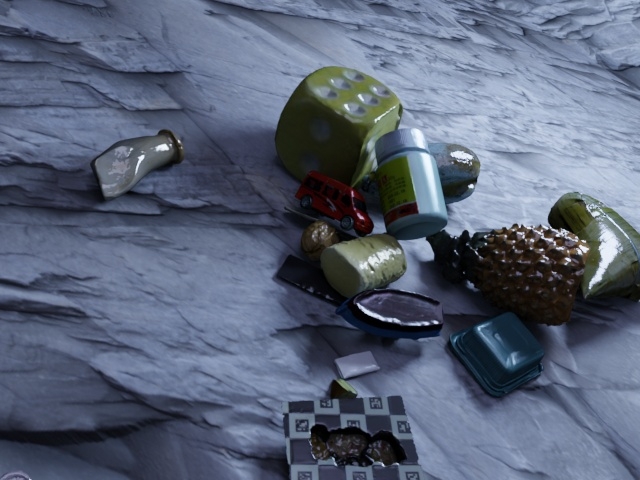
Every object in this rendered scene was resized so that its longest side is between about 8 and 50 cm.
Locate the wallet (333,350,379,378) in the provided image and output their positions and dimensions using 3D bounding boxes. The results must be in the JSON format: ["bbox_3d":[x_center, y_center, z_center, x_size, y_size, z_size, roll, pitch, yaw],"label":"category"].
[{"bbox_3d":[0.068,0.233,1.151,0.083,0.011,0.044,-7,50,-28],"label":"wallet"}]

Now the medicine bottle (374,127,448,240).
[{"bbox_3d":[0.198,-0.123,1.371,0.139,0.139,0.225,1,69,-23],"label":"medicine bottle"}]

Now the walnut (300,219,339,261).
[{"bbox_3d":[0.000,0.000,1.315,0.079,0.082,0.096,53,42,-9],"label":"walnut"}]

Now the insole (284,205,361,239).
[{"bbox_3d":[0.006,-0.037,1.377,0.192,0.010,0.063,23,0,-2],"label":"insole"}]

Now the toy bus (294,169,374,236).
[{"bbox_3d":[0.041,-0.081,1.360,0.195,0.089,0.081,30,5,35],"label":"toy bus"}]

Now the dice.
[{"bbox_3d":[0.044,-0.268,1.491,0.227,0.233,0.238,34,43,13],"label":"dice"}]

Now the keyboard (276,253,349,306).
[{"bbox_3d":[0.009,0.093,1.269,0.196,0.015,0.074,26,38,2],"label":"keyboard"}]

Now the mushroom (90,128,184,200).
[{"bbox_3d":[-0.398,-0.170,1.303,0.108,0.096,0.247,12,33,27],"label":"mushroom"}]

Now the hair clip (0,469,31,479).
[{"bbox_3d":[-0.402,0.405,0.733,0.146,0.075,0.257,21,35,-6],"label":"hair clip"}]

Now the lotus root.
[{"bbox_3d":[0.245,-0.166,1.536,0.322,0.158,0.140,-4,45,-14],"label":"lotus root"}]

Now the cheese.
[{"bbox_3d":[0.094,0.047,1.279,0.167,0.094,0.123,-15,58,-43],"label":"cheese"}]

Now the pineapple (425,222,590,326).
[{"bbox_3d":[0.387,0.050,1.355,0.357,0.223,0.223,16,39,19],"label":"pineapple"}]

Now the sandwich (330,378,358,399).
[{"bbox_3d":[0.037,0.273,1.079,0.031,0.083,0.044,19,86,-11],"label":"sandwich"}]

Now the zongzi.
[{"bbox_3d":[0.640,0.016,1.502,0.360,0.160,0.323,-7,46,-37],"label":"zongzi"}]

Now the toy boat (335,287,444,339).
[{"bbox_3d":[0.137,0.147,1.209,0.223,0.097,0.100,9,58,-17],"label":"toy boat"}]

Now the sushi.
[{"bbox_3d":[0.048,0.353,0.991,0.215,0.050,0.192,0,46,-13],"label":"sushi"}]

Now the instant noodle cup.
[{"bbox_3d":[0.374,0.221,1.257,0.179,0.070,0.157,-15,56,-36],"label":"instant noodle cup"}]
